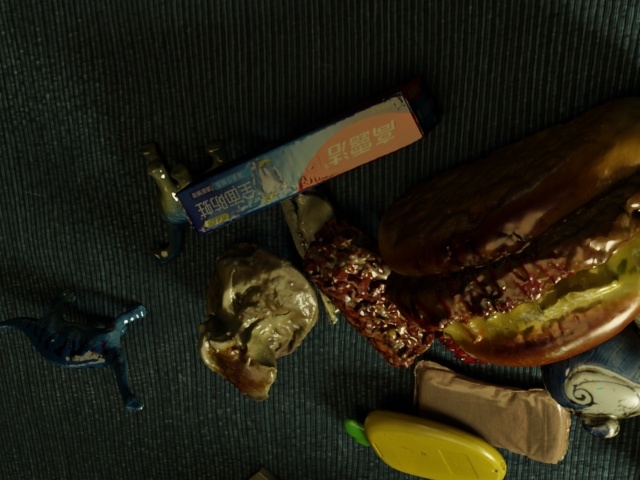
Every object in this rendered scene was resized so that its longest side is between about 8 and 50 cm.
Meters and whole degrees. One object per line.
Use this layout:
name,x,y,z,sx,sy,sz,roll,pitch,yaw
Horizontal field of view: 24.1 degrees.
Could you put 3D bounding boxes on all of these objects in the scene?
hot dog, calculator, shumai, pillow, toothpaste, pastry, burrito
hot dog,0.227,0.011,1.637,0.405,0.223,0.185,-23,116,40
calculator,0.137,0.278,2.007,0.234,0.032,0.146,7,146,29
shumai,-0.097,0.105,1.919,0.161,0.153,0.209,46,149,-16
pillow,0.220,0.226,1.947,0.211,0.034,0.135,13,129,17
toothpaste,-0.016,-0.095,1.736,0.320,0.076,0.066,-24,101,27
pastry,0.066,0.067,1.840,0.097,0.115,0.208,-40,117,0
burrito,-0.002,0.000,1.868,0.063,0.058,0.230,-1,123,35

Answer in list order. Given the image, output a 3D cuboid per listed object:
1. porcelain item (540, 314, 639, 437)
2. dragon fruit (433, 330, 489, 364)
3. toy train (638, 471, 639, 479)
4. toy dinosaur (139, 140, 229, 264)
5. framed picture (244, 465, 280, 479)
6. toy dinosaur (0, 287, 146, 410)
porcelain item,0.388,0.122,1.704,0.288,0.138,0.186,2,116,26
dragon fruit,0.217,0.110,1.854,0.131,0.063,0.097,1,156,23
toy train,0.483,0.304,1.833,0.227,0.091,0.136,-17,127,36
toy dinosaur,-0.143,-0.041,1.920,0.247,0.075,0.188,-5,132,25
framed picture,-0.085,0.460,2.315,0.189,0.023,0.260,43,134,-5
toy dinosaur,-0.336,0.139,2.123,0.329,0.144,0.076,23,139,28
